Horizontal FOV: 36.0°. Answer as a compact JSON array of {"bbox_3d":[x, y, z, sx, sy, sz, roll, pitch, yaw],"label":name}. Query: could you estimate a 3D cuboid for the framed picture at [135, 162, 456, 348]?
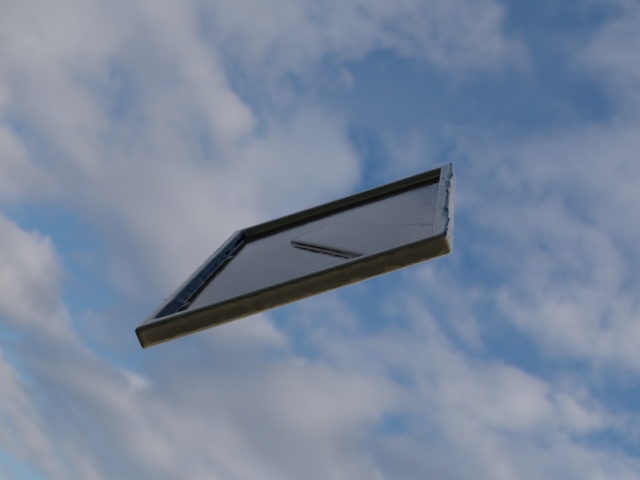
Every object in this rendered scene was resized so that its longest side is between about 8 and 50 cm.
[{"bbox_3d":[0.000,0.000,0.644,0.184,0.250,0.016,-18,-80,11],"label":"framed picture"}]
